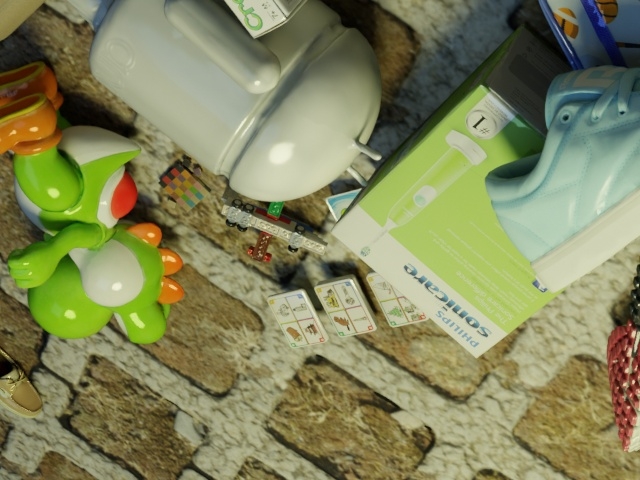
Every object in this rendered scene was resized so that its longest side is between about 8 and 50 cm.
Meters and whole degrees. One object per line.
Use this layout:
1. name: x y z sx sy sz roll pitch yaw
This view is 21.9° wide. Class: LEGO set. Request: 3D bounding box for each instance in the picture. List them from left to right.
1. LEGO set: 0.000 0.000 1.868 0.182 0.060 0.244 -14 119 25

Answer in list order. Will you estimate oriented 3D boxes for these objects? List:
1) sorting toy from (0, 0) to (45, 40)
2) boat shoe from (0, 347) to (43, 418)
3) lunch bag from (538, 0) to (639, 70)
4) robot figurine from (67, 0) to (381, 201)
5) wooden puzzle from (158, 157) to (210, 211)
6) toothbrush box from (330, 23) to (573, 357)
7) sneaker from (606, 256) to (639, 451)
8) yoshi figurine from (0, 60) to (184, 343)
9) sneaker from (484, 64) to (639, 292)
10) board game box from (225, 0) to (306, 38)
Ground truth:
1. sorting toy: -0.400 -0.299 1.734 0.229 0.041 0.307 38 133 -21
2. boat shoe: -0.432 0.190 2.278 0.135 0.050 0.045 44 141 -8
3. lunch bag: 0.332 -0.167 1.449 0.243 0.115 0.303 -14 114 38
4. robot figurine: -0.085 -0.176 1.634 0.353 0.300 0.200 39 92 3
5. wooden puzzle: -0.158 -0.063 1.924 0.049 0.006 0.083 45 136 -8
6. toothbrush box: 0.177 -0.043 1.648 0.206 0.122 0.283 40 135 -4
7. sneaker: 0.364 0.117 1.679 0.112 0.121 0.299 1 142 -7
8. yoshi figurine: -0.313 -0.013 1.947 0.203 0.203 0.362 9 134 47
9. sneaker: 0.262 -0.096 1.383 0.150 0.135 0.366 49 131 2
10. board game box: -0.092 -0.357 1.499 0.053 0.193 0.305 -23 111 42
